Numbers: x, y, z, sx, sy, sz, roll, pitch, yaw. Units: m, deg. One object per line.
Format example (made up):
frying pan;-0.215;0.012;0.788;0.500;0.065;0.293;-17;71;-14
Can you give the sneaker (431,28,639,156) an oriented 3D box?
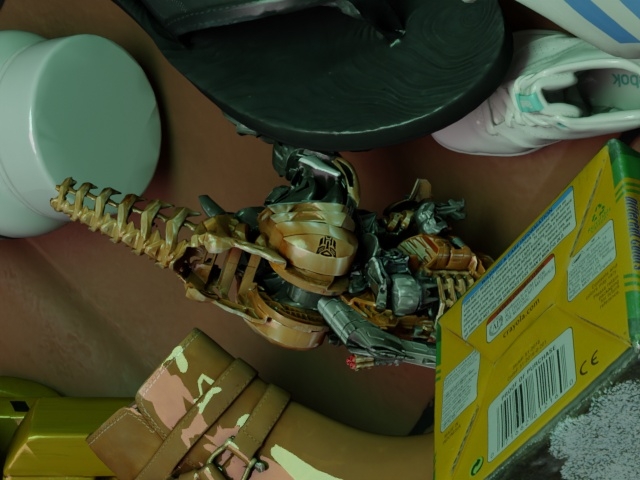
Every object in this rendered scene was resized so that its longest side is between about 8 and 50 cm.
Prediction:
sneaker;0.141;-0.092;1.059;0.212;0.094;0.080;-7;99;39

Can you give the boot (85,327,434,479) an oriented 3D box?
boot;-0.012;0.141;1.188;0.283;0.109;0.220;-41;86;24

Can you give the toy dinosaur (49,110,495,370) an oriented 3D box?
toy dinosaur;0.000;0.000;1.103;0.322;0.218;0.164;33;112;-23

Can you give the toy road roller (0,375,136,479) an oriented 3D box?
toy road roller;-0.217;0.209;1.381;0.330;0.240;0.202;1;106;-2

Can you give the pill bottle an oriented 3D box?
pill bottle;-0.274;-0.079;1.333;0.283;0.161;0.161;-4;100;38

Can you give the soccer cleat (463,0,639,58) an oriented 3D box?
soccer cleat;0.228;-0.152;0.956;0.331;0.116;0.143;18;150;8

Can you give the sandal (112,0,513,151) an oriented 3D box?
sandal;-0.073;-0.195;1.125;0.446;0.107;0.167;32;79;31

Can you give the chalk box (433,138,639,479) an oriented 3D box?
chalk box;0.229;0.113;0.962;0.289;0.179;0.180;29;125;-18
